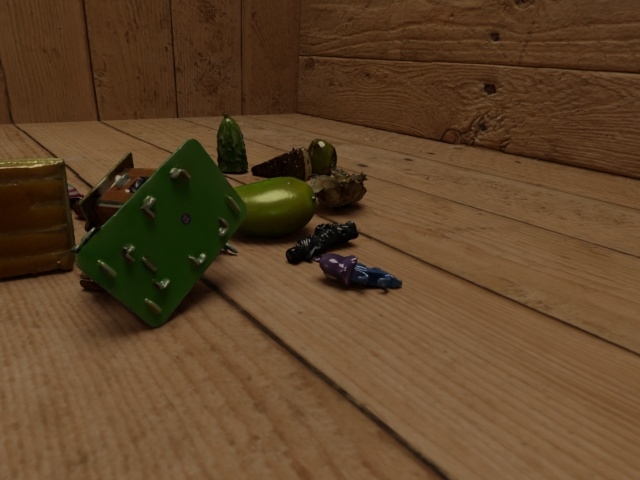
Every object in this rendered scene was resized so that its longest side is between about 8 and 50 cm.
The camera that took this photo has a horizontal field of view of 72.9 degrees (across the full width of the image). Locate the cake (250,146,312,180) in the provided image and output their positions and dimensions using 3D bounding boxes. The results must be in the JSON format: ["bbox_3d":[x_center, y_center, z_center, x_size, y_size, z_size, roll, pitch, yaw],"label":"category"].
[{"bbox_3d":[-0.154,-0.277,1.773,0.246,0.135,0.112,-20,2,21],"label":"cake"}]

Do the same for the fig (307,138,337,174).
[{"bbox_3d":[0.007,-0.350,1.878,0.144,0.154,0.166,10,50,-22],"label":"fig"}]

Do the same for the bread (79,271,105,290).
[{"bbox_3d":[-0.438,0.080,0.873,0.083,0.036,0.047,8,24,3],"label":"bread"}]

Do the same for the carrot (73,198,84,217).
[{"bbox_3d":[-0.618,-0.077,1.206,0.161,0.055,0.055,15,25,21],"label":"carrot"}]

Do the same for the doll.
[{"bbox_3d":[0.082,0.069,0.950,0.205,0.067,0.110,16,9,1],"label":"doll"}]

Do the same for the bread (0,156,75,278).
[{"bbox_3d":[-0.649,-0.043,0.884,0.246,0.239,0.111,-7,19,-28],"label":"bread"}]

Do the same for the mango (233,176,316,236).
[{"bbox_3d":[-0.139,-0.086,1.176,0.273,0.149,0.185,-14,35,-24],"label":"mango"}]

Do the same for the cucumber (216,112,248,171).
[{"bbox_3d":[-0.372,-0.403,1.787,0.134,0.245,0.134,-3,23,1],"label":"cucumber"}]

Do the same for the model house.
[{"bbox_3d":[-0.345,0.009,0.905,0.323,0.340,0.300,8,54,39],"label":"model house"}]

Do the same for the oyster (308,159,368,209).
[{"bbox_3d":[0.063,-0.192,1.483,0.197,0.133,0.337,4,20,6],"label":"oyster"}]

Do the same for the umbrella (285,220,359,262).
[{"bbox_3d":[-0.002,-0.002,1.102,0.224,0.071,0.080,-25,8,-41],"label":"umbrella"}]

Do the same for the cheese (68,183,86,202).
[{"bbox_3d":[-0.767,-0.138,1.301,0.244,0.062,0.155,11,10,9],"label":"cheese"}]
